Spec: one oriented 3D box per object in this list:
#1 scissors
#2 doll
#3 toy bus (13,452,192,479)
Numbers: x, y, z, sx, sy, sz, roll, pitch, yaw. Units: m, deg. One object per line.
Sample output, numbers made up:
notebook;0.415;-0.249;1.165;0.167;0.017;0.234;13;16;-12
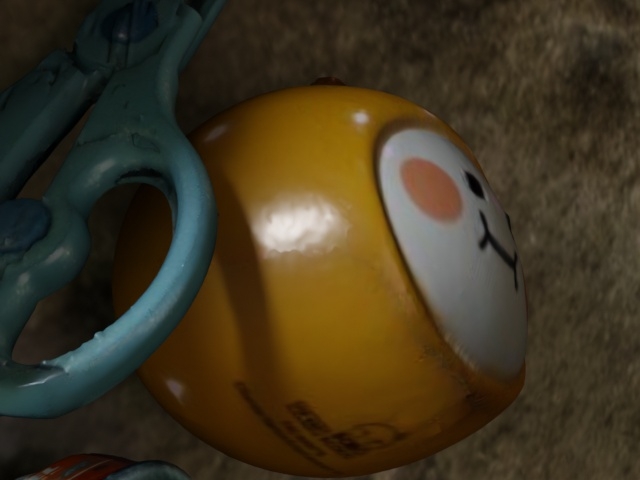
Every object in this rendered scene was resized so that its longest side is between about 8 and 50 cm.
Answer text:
scissors;-0.086;-0.084;0.619;0.032;0.180;0.393;78;33;-49
doll;0.000;0.000;0.690;0.213;0.213;0.236;44;32;-39
toy bus;-0.095;0.223;0.659;0.121;0.119;0.265;-37;120;-35
